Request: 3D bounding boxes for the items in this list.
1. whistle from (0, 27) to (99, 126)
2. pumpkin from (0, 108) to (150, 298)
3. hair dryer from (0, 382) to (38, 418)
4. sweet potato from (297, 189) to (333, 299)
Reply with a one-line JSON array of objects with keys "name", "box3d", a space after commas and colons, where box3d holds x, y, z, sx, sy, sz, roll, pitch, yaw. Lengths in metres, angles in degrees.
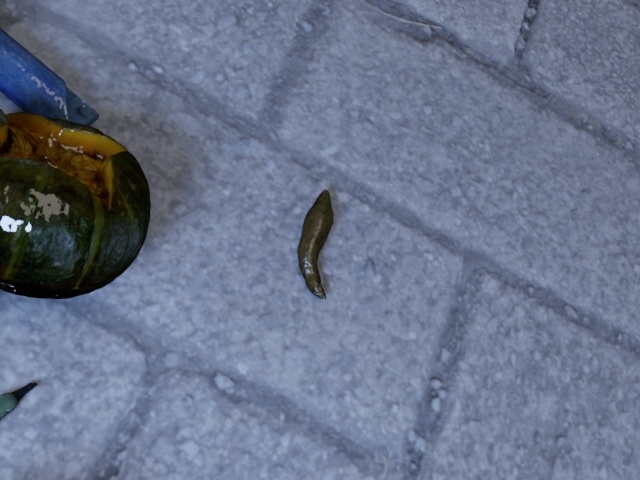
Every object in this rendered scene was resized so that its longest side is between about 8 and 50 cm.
[{"name": "whistle", "box3d": [-0.393, -0.229, 1.059, 0.304, 0.062, 0.062, 40, 56, -3]}, {"name": "pumpkin", "box3d": [-0.292, -0.035, 0.937, 0.237, 0.159, 0.238, 19, 29, -11]}, {"name": "hair dryer", "box3d": [-0.341, 0.182, 0.898, 0.071, 0.047, 0.150, 47, 50, 4]}, {"name": "sweet potato", "box3d": [-0.007, 0.000, 1.143, 0.041, 0.038, 0.153, 5, 64, 2]}]
